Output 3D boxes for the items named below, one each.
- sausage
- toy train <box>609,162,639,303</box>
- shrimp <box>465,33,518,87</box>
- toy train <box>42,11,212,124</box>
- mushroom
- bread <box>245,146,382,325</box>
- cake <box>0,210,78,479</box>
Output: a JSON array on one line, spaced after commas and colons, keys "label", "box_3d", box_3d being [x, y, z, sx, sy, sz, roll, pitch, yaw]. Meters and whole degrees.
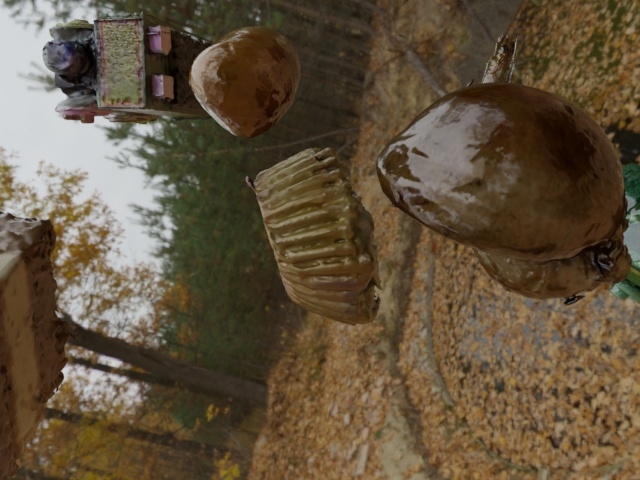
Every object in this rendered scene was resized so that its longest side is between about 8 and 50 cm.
[{"label": "sausage", "box_3d": [-0.073, -0.179, 0.617, 0.270, 0.109, 0.108, -87, 13, -68]}, {"label": "toy train", "box_3d": [0.511, 0.027, 0.783, 0.179, 0.272, 0.442, -53, 24, 10]}, {"label": "shrimp", "box_3d": [0.292, -0.253, 1.022, 0.150, 0.068, 0.248, 35, 101, 53]}, {"label": "toy train", "box_3d": [-0.260, -0.231, 0.795, 0.261, 0.178, 0.133, -37, -51, -74]}, {"label": "mushroom", "box_3d": [0.217, -0.058, 0.613, 0.195, 0.283, 0.263, -51, 10, 15]}, {"label": "bread", "box_3d": [0.000, 0.000, 0.816, 0.274, 0.150, 0.273, 163, 90, -90]}, {"label": "cake", "box_3d": [-0.429, 0.124, 0.537, 0.290, 0.282, 0.255, -80, -1, -64]}]
